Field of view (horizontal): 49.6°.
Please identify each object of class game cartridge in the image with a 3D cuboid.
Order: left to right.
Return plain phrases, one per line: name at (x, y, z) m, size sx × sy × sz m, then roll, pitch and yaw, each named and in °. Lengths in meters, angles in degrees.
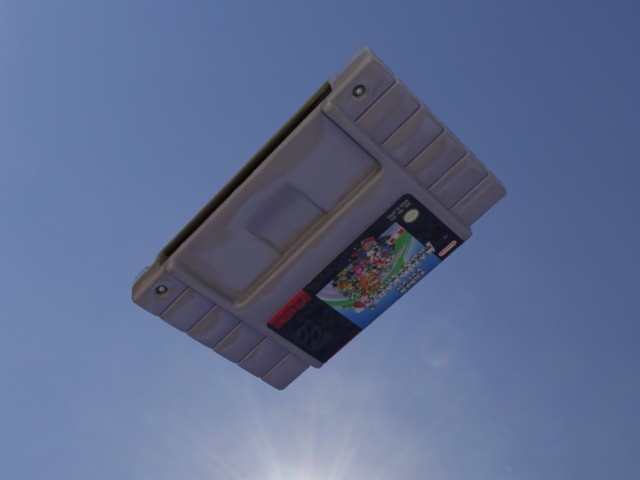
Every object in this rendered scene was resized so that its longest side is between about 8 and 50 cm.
game cartridge at (0.000, 0.000, 0.739) m, size 0.355 × 0.230 × 0.068 m, roll -44°, pitch -155°, yaw 17°
